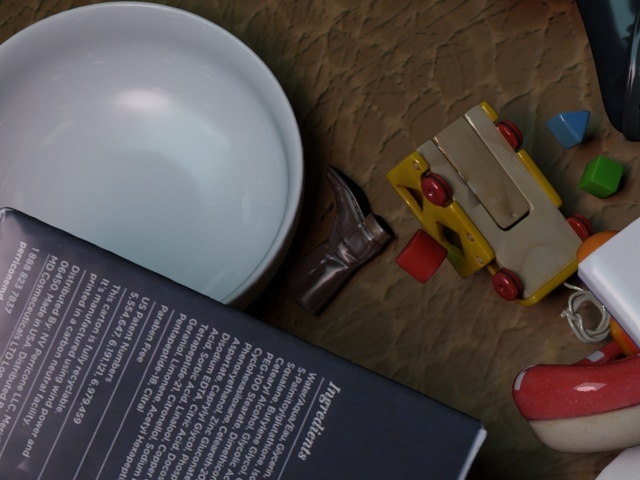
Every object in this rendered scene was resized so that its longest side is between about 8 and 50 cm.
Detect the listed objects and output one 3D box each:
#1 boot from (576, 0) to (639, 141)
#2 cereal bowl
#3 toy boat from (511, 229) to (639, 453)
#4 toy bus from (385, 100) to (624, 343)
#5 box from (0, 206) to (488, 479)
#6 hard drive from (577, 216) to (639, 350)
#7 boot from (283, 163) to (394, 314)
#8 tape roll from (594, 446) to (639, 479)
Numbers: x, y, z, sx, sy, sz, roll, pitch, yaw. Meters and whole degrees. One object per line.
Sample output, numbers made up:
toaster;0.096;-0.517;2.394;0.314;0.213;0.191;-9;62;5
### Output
boot;0.213;-0.214;1.681;0.207;0.094;0.246;7;94;32
cereal bowl;-0.179;-0.044;1.812;0.339;0.141;0.339;0;69;1
toy boat;0.245;0.063;1.503;0.231;0.151;0.151;-31;93;-14
toy bus;0.148;-0.014;1.663;0.104;0.191;0.202;142;137;-68
box;-0.108;0.151;1.541;0.395;0.293;0.212;24;86;-4
hard drive;0.367;0.080;1.397;0.210;0.040;0.318;-36;72;-6
boot;0.000;0.000;1.790;0.114;0.037;0.106;-45;55;15
tape roll;0.319;0.277;1.465;0.286;0.100;0.286;-10;69;27
